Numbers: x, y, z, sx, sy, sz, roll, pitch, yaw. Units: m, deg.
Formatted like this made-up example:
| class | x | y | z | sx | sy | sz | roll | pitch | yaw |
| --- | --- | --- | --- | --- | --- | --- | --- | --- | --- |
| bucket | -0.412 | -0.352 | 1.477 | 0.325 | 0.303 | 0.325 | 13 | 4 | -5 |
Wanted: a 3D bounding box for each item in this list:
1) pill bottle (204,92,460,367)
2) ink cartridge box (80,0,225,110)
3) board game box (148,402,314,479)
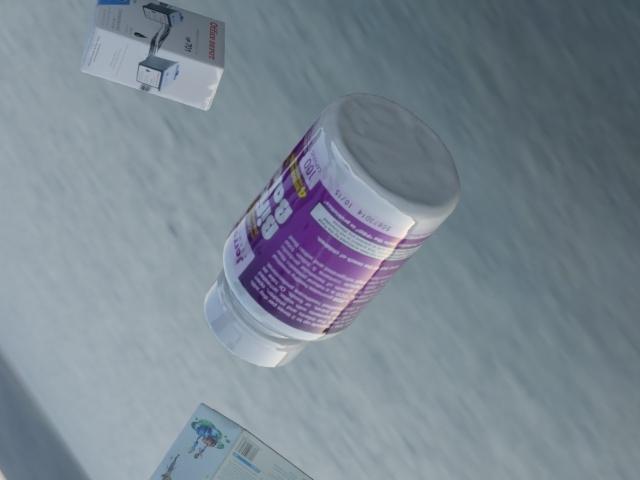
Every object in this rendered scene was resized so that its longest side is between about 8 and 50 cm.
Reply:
| class | x | y | z | sx | sy | sz | roll | pitch | yaw |
| --- | --- | --- | --- | --- | --- | --- | --- | --- | --- |
| pill bottle | 0.000 | 0.000 | 1.563 | 0.169 | 0.169 | 0.301 | 52 | 128 | 16 |
| ink cartridge box | -0.236 | -0.276 | 2.102 | 0.140 | 0.190 | 0.082 | -95 | 25 | -53 |
| board game box | -0.151 | 0.389 | 1.870 | 0.097 | 0.303 | 0.224 | 23 | 164 | 41 |
